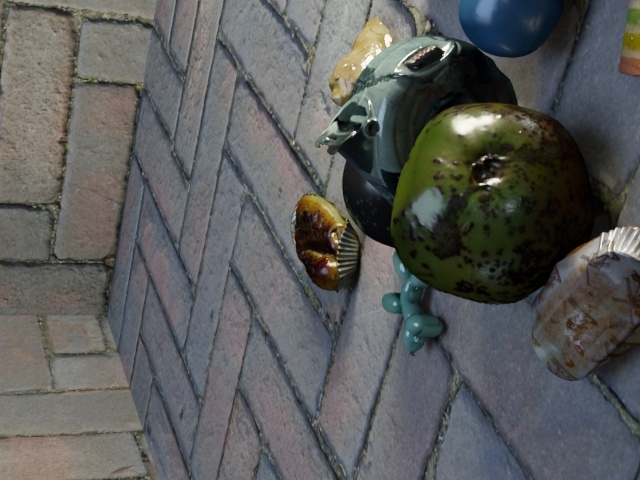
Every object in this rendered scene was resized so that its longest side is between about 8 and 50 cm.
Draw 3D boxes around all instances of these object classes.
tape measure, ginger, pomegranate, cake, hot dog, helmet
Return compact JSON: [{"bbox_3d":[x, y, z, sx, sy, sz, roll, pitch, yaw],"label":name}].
[{"bbox_3d":[0.164,-0.167,1.817,0.275,0.256,0.147,-51,30,-7],"label":"tape measure"},{"bbox_3d":[0.072,-0.326,2.260,0.115,0.122,0.193,89,175,-55],"label":"ginger"},{"bbox_3d":[0.242,-0.028,1.696,0.341,0.285,0.285,69,-171,-63],"label":"pomegranate"},{"bbox_3d":[0.409,-0.249,1.472,0.225,0.090,0.109,-152,62,-66],"label":"cake"},{"bbox_3d":[0.353,0.079,1.549,0.144,0.075,0.268,49,144,10],"label":"hot dog"},{"bbox_3d":[0.000,0.000,2.444,0.270,0.081,0.163,-135,52,-62],"label":"hot dog"},{"bbox_3d":[0.130,-0.113,2.021,0.279,0.160,0.231,-60,32,38],"label":"helmet"}]

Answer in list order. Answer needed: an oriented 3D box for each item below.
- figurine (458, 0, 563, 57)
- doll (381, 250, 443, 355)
[{"bbox_3d":[0.292,-0.459,1.654,0.298,0.243,0.416,36,142,53],"label":"figurine"},{"bbox_3d":[0.159,0.110,2.082,0.158,0.059,0.159,-132,50,-60],"label":"doll"}]
